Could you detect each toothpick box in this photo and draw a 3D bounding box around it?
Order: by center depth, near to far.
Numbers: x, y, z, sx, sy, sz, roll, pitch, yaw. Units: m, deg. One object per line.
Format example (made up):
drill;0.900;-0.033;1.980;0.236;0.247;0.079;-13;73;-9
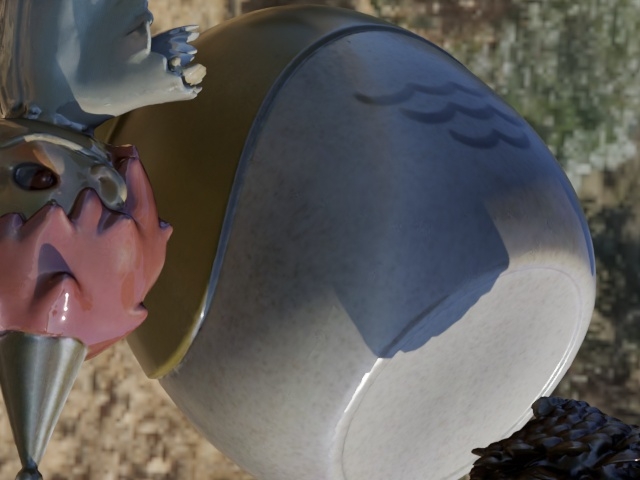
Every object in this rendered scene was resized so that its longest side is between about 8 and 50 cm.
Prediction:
toothpick box;0.000;0.000;1.253;0.425;0.409;0.409;48;-30;35

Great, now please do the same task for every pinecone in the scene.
pinecone;0.176;0.194;0.959;0.173;0.173;0.174;-178;-90;-90

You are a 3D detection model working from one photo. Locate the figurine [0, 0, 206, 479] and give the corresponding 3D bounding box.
figurine;-0.176;-0.037;0.871;0.166;0.207;0.387;29;65;-50
